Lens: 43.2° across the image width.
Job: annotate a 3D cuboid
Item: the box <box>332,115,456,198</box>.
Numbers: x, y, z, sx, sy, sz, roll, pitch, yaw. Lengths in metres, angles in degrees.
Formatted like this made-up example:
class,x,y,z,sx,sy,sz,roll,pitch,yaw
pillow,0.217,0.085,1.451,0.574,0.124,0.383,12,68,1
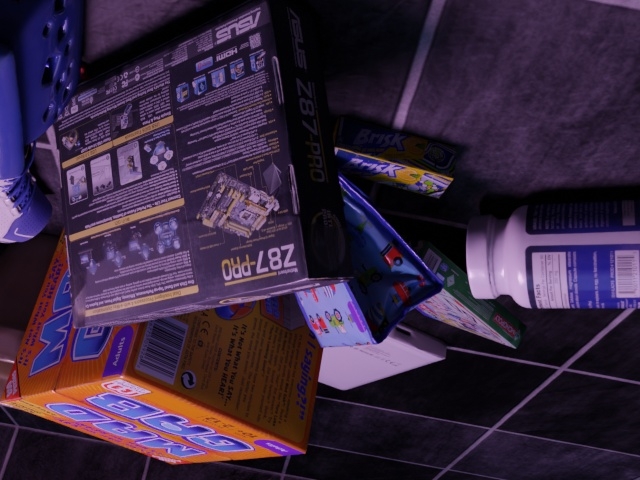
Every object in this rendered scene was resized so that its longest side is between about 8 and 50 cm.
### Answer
class,x,y,z,sx,sy,sz,roll,pitch,yaw
box,0.095,-0.112,1.098,0.169,0.054,0.059,14,152,-8

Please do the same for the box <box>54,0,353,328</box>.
class,x,y,z,sx,sy,sz,roll,pitch,yaw
box,-0.162,-0.074,0.976,0.395,0.318,0.097,-14,169,36

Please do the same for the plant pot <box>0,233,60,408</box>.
class,x,y,z,sx,sy,sz,roll,pitch,yaw
plant pot,-0.539,0.152,1.545,0.323,0.280,0.323,8,151,5

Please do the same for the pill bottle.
class,x,y,z,sx,sy,sz,roll,pitch,yaw
pill bottle,0.351,0.021,1.156,0.265,0.153,0.153,-1,150,21

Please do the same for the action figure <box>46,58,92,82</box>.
class,x,y,z,sx,sy,sz,roll,pitch,yaw
action figure,-0.349,-0.229,1.056,0.115,0.030,0.038,22,144,-25

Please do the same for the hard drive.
class,x,y,z,sx,sy,sz,roll,pitch,yaw
hard drive,0.069,0.244,1.763,0.233,0.047,0.353,25,148,-26

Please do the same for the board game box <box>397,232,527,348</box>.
class,x,y,z,sx,sy,sz,roll,pitch,yaw
board game box,0.174,0.069,1.324,0.214,0.046,0.317,17,165,48

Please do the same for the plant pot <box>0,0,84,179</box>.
class,x,y,z,sx,sy,sz,roll,pitch,yaw
plant pot,-0.406,-0.211,0.887,0.236,0.212,0.236,15,144,-7

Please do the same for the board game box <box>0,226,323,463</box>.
class,x,y,z,sx,sy,sz,roll,pitch,yaw
board game box,-0.238,0.144,1.353,0.356,0.356,0.356,-18,140,41

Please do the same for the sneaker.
class,x,y,z,sx,sy,sz,roll,pitch,yaw
sneaker,-0.491,-0.104,1.223,0.182,0.127,0.315,0,148,22

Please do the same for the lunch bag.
class,x,y,z,sx,sy,sz,roll,pitch,yaw
lunch bag,0.000,0.000,1.155,0.293,0.138,0.221,54,159,-5
